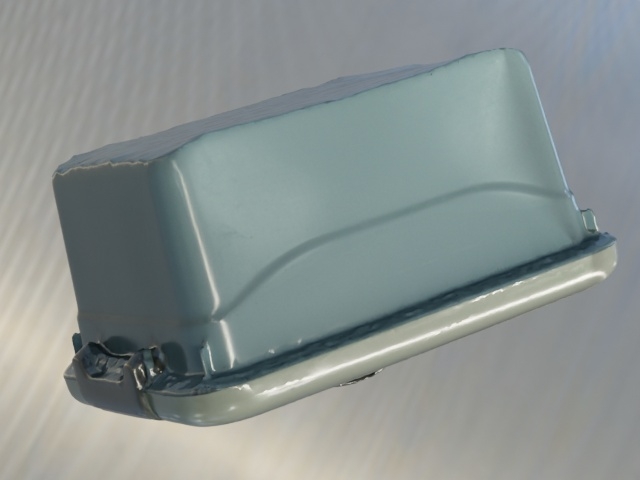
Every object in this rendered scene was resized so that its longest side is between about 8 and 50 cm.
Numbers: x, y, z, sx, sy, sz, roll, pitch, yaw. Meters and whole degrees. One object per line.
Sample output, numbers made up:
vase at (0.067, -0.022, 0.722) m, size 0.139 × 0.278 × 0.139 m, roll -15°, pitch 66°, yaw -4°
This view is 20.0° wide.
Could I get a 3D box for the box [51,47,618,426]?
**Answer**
box at (0.000, 0.000, 0.795) m, size 0.227 × 0.162 × 0.130 m, roll -18°, pitch 98°, yaw -28°
